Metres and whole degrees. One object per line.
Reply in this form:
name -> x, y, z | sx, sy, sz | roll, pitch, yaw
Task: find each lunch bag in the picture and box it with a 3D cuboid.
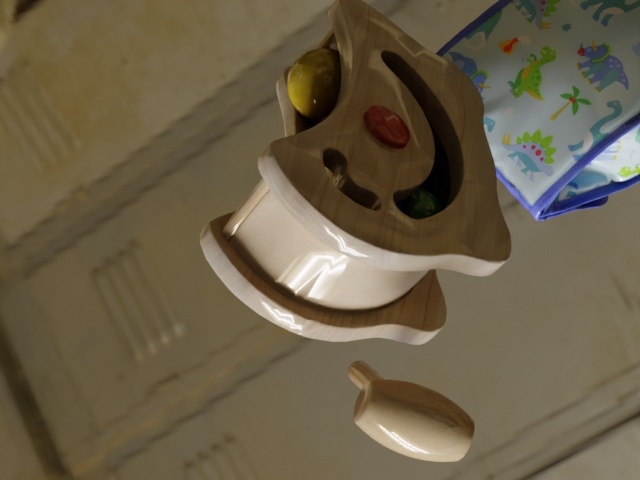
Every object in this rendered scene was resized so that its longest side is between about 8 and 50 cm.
lunch bag -> 0.153, -0.092, 1.066 | 0.151, 0.129, 0.096 | -31, 152, -16

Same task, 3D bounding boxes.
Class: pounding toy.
pounding toy -> 0.000, 0.000, 0.972 | 0.154, 0.269, 0.155 | 21, 130, -24
